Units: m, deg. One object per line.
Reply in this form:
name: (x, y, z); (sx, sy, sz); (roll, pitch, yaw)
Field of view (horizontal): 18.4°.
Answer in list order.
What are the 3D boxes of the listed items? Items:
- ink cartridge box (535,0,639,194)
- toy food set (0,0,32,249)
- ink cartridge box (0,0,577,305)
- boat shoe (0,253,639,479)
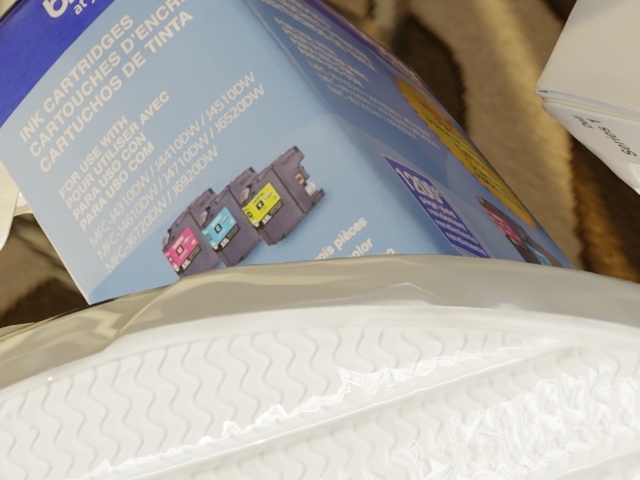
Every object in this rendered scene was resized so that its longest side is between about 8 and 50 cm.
ink cartridge box: (0.253, -0.143, 1.008); (0.117, 0.201, 0.278); (20, 81, 42)
toy food set: (-0.188, -0.108, 1.500); (0.092, 0.306, 0.220); (15, 96, 4)
ink cartridge box: (0.000, 0.000, 0.958); (0.151, 0.270, 0.395); (-45, 56, 11)
boat shoe: (-0.067, 0.063, 0.411); (0.335, 0.119, 0.121); (-10, 106, 3)
